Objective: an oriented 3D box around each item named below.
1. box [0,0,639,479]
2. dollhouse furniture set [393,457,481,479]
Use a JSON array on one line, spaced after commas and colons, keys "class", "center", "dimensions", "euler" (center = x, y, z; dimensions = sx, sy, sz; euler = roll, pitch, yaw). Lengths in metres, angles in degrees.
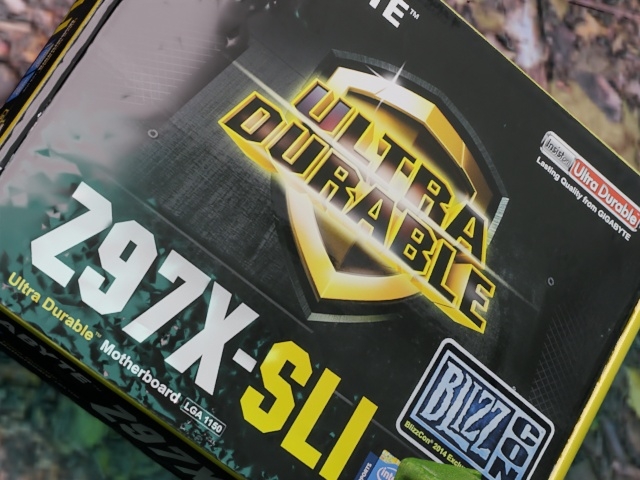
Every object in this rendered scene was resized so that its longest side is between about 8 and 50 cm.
[{"class": "box", "center": [0.000, 0.000, 0.868], "dimensions": [0.322, 0.079, 0.257], "euler": [39, 69, -19]}, {"class": "dollhouse furniture set", "center": [0.101, 0.270, 0.792], "dimensions": [0.198, 0.151, 0.301], "euler": [15, 98, -25]}]
